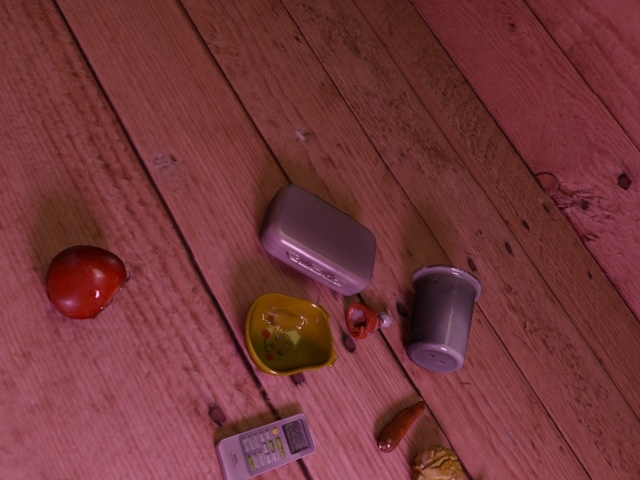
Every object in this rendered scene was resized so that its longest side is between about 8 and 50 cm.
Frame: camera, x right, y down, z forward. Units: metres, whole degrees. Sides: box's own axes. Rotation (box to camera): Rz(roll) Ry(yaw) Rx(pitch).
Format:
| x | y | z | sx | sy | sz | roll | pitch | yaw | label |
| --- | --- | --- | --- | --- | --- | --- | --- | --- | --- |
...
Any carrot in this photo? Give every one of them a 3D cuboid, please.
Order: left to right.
| x | y | z | sx | sy | sz | roll | pitch | yaw | label |
| --- | --- | --- | --- | --- | --- | --- | --- | --- | --- |
| 0.235 | 0.523 | 1.503 | 0.248 | 0.059 | 0.059 | -25 | 78 | -49 | carrot |

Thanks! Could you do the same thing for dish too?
| x | y | z | sx | sy | sz | roll | pitch | yaw | label |
| --- | --- | --- | --- | --- | --- | --- | --- | --- | --- |
| -0.095 | 0.260 | 1.383 | 0.262 | 0.108 | 0.221 | 9 | 56 | -32 | dish |

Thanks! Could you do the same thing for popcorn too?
| x | y | z | sx | sy | sz | roll | pitch | yaw | label |
| --- | --- | --- | --- | --- | --- | --- | --- | --- | --- |
| 0.321 | 0.632 | 1.438 | 0.162 | 0.135 | 0.141 | 17 | 58 | -28 | popcorn |

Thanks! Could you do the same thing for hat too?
| x | y | z | sx | sy | sz | roll | pitch | yaw | label |
| --- | --- | --- | --- | --- | --- | --- | --- | --- | --- |
| 0.158 | 0.248 | 1.625 | 0.162 | 0.094 | 0.112 | 17 | 60 | -52 | hat |

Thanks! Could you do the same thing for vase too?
| x | y | z | sx | sy | sz | roll | pitch | yaw | label |
| --- | --- | --- | --- | --- | --- | --- | --- | --- | --- |
| 0.387 | 0.262 | 1.701 | 0.245 | 0.245 | 0.291 | 31 | 55 | -18 | vase |

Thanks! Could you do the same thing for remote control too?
| x | y | z | sx | sy | sz | roll | pitch | yaw | label |
| --- | --- | --- | --- | --- | --- | --- | --- | --- | --- |
| -0.126 | 0.491 | 1.251 | 0.250 | 0.034 | 0.103 | -2 | 63 | -40 | remote control |

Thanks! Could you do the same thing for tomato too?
| x | y | z | sx | sy | sz | roll | pitch | yaw | label |
| --- | --- | --- | --- | --- | --- | --- | --- | --- | --- |
| -0.509 | 0.081 | 1.144 | 0.167 | 0.167 | 0.167 | 20 | 50 | -27 | tomato |

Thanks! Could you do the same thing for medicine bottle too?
| x | y | z | sx | sy | sz | roll | pitch | yaw | label |
| --- | --- | --- | --- | --- | --- | --- | --- | --- | --- |
| 0.000 | 0.000 | 1.627 | 0.375 | 0.123 | 0.282 | 30 | 48 | -18 | medicine bottle |
